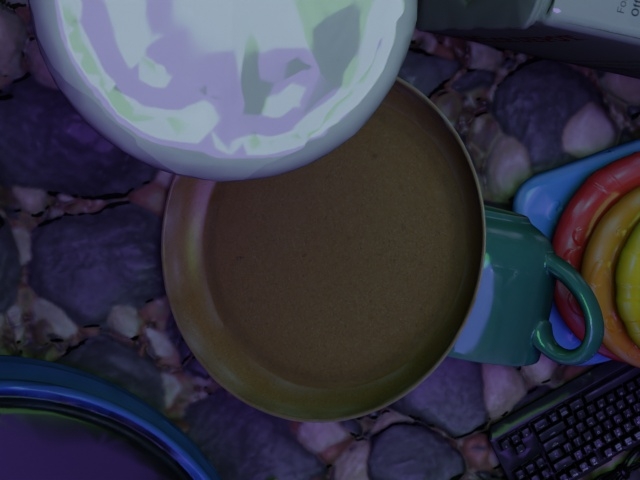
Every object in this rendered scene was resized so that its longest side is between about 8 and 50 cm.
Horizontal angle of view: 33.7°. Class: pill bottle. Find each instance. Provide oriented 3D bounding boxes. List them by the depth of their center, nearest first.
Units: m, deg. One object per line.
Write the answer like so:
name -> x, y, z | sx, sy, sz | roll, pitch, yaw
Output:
pill bottle -> -0.069, -0.130, 0.576 | 0.169, 0.301, 0.169 | -2, 101, -12

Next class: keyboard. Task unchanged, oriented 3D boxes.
keyboard -> 0.231, 0.156, 0.850 | 0.180, 0.023, 0.108 | -28, 106, -6

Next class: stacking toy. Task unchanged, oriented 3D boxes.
stacking toy -> 0.268, 0.032, 0.688 | 0.175, 0.302, 0.165 | -19, 104, -10

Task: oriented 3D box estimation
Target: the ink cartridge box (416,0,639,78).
ink cartridge box -> 0.247, -0.169, 0.685 | 0.308, 0.223, 0.129 | 9, 98, -15

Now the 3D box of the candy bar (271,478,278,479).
candy bar -> -0.028, 0.261, 0.811 | 0.040, 0.018, 0.161 | -18, 105, -6

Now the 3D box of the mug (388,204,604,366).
mug -> 0.112, 0.025, 0.736 | 0.158, 0.129, 0.097 | 11, 96, -2

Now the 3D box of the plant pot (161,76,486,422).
plant pot -> 0.000, 0.000, 0.696 | 0.236, 0.032, 0.236 | -2, 86, 26

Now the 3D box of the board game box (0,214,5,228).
board game box -> -0.342, 0.046, 0.578 | 0.291, 0.232, 0.141 | -42, 102, -2

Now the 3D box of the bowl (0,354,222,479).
bowl -> -0.218, 0.271, 0.683 | 0.391, 0.077, 0.391 | 1, 87, -23
